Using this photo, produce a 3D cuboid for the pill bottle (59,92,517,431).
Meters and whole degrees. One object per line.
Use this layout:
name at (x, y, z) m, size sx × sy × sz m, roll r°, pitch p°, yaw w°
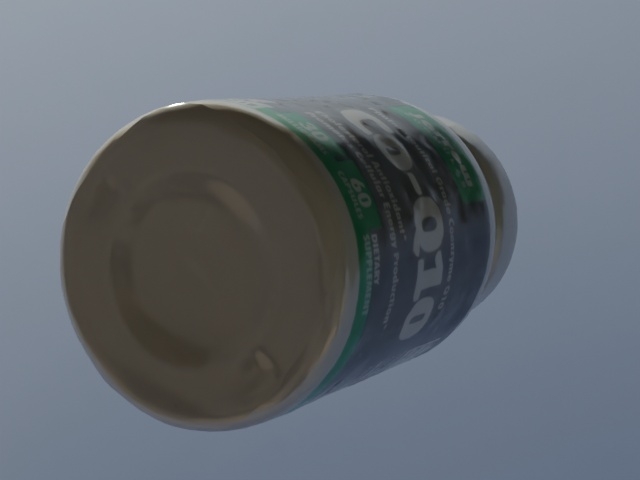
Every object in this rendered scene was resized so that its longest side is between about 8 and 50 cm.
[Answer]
pill bottle at (0.000, 0.000, 1.068) m, size 0.204 × 0.361 × 0.204 m, roll 3°, pitch -82°, yaw 25°
